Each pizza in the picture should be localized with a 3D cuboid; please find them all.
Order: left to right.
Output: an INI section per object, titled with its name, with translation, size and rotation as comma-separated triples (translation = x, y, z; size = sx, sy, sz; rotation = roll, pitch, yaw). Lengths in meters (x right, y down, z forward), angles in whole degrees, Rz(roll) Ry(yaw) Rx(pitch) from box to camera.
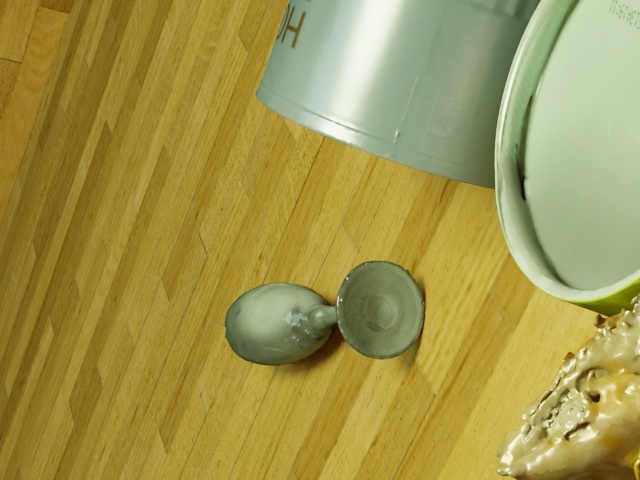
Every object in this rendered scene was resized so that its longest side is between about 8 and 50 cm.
[pizza]
translation = 0.239, 0.078, 0.792
size = 0.071, 0.297, 0.189
rotation = -106, 16, -65

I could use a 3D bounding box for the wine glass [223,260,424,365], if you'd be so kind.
[wine glass]
translation = 0.000, 0.000, 1.592
size = 0.309, 0.096, 0.264
rotation = 167, 110, -64

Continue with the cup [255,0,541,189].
[cup]
translation = 0.133, -0.229, 1.290
size = 0.257, 0.331, 0.311
rotation = 26, 104, 30

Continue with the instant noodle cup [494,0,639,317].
[instant noodle cup]
translation = 0.261, -0.054, 0.919
size = 0.311, 0.221, 0.311
rotation = -38, 47, 56
